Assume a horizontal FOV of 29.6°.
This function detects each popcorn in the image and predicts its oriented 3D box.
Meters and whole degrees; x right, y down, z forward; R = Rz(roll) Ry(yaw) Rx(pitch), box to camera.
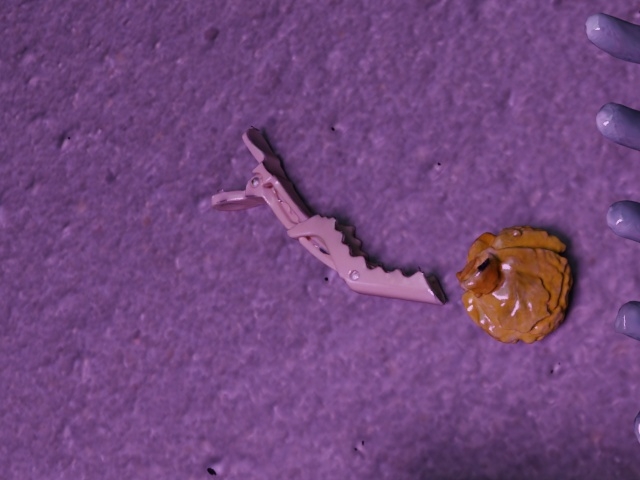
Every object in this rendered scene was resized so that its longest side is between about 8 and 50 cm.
[{"bbox_3d":[0.125,0.026,0.816,0.084,0.084,0.084,-9,71,27],"label":"popcorn"}]

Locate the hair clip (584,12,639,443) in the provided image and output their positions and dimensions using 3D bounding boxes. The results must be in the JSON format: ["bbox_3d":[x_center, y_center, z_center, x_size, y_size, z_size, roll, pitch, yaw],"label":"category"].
[{"bbox_3d":[0.295,-0.016,0.624,0.238,0.392,0.318,-26,60,47],"label":"hair clip"}]

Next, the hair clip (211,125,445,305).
[{"bbox_3d":[0.000,0.000,0.920,0.226,0.034,0.072,40,100,30],"label":"hair clip"}]
